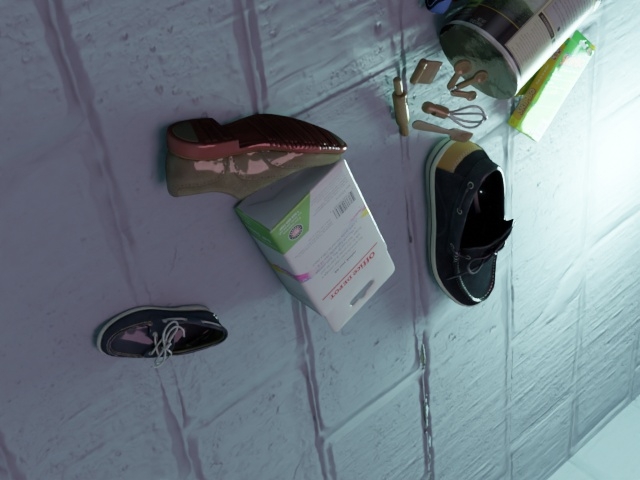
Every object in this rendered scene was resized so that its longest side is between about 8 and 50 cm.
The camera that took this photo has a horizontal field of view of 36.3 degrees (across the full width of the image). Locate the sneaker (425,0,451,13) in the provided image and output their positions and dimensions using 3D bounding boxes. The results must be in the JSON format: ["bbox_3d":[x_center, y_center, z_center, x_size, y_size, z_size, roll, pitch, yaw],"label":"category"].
[{"bbox_3d":[0.215,-0.537,1.835,0.090,0.081,0.232,0,129,-14],"label":"sneaker"}]

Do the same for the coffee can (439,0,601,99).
[{"bbox_3d":[0.406,-0.451,1.977,0.275,0.201,0.201,-47,139,-13],"label":"coffee can"}]

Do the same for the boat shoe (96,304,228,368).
[{"bbox_3d":[-0.283,0.176,1.779,0.254,0.079,0.095,0,115,-46],"label":"boat shoe"}]

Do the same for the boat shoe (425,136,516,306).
[{"bbox_3d":[0.354,-0.014,2.251,0.187,0.156,0.500,-38,138,-25],"label":"boat shoe"}]

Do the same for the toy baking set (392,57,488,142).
[{"bbox_3d":[0.245,-0.272,1.985,0.197,0.030,0.256,-8,142,1],"label":"toy baking set"}]

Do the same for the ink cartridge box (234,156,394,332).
[{"bbox_3d":[0.000,0.000,1.922,0.207,0.119,0.353,-46,138,-16],"label":"ink cartridge box"}]

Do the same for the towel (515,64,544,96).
[{"bbox_3d":[0.501,-0.385,2.261,0.237,0.021,0.102,-15,124,-39],"label":"towel"}]

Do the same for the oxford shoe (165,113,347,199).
[{"bbox_3d":[-0.116,-0.142,1.716,0.348,0.123,0.130,-4,123,-29],"label":"oxford shoe"}]

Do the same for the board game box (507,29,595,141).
[{"bbox_3d":[0.542,-0.362,2.278,0.124,0.039,0.259,18,108,-51],"label":"board game box"}]
